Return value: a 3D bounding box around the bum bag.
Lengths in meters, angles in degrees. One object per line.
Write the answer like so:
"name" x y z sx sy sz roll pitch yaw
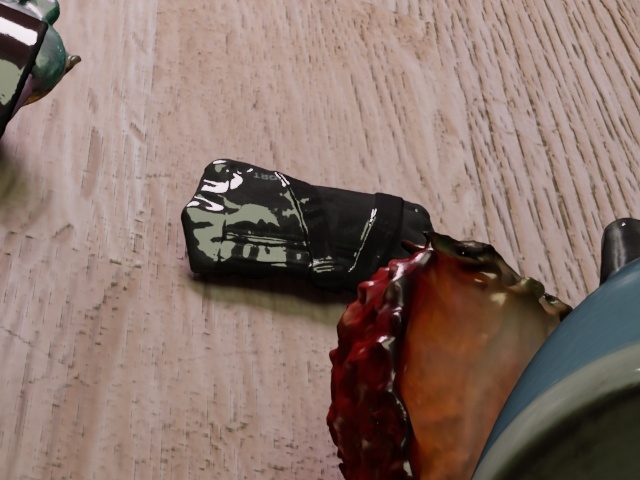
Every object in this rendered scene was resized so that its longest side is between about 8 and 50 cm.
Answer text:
"bum bag" 0.000 0.000 1.094 0.197 0.049 0.087 10 57 -23

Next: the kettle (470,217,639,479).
"kettle" 0.221 0.143 0.801 0.319 0.247 0.342 55 19 -6

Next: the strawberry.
"strawberry" 0.056 0.115 0.899 0.190 0.111 0.237 42 46 -31

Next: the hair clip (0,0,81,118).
"hair clip" -0.284 -0.065 0.977 0.095 0.110 0.358 -5 13 41

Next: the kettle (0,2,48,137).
"kettle" -0.283 -0.072 0.874 0.232 0.202 0.144 24 -4 -10
